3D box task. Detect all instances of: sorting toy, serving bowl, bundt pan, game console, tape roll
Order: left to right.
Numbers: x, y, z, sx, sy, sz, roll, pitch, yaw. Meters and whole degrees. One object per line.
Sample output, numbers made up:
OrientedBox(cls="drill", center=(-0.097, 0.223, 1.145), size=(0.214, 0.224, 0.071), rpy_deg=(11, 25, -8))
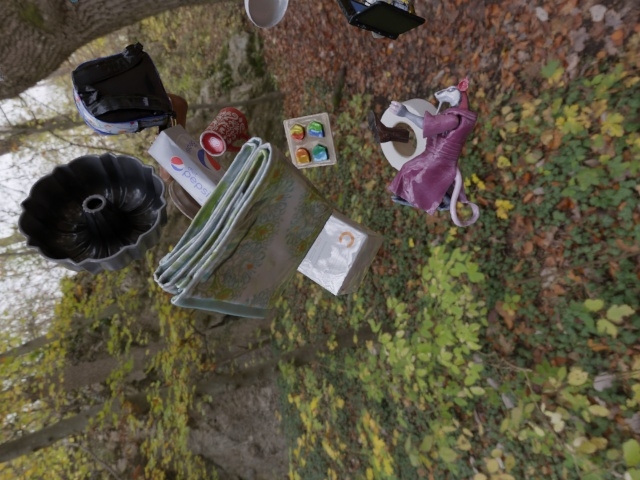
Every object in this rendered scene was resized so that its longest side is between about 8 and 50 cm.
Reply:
OrientedBox(cls="bundt pan", center=(-0.535, -0.056, 1.004), size=(0.124, 0.330, 0.331), rpy_deg=(97, 160, -57))
OrientedBox(cls="serving bowl", center=(-0.093, -0.399, 0.670), size=(0.027, 0.083, 0.083), rpy_deg=(42, 162, 28))
OrientedBox(cls="sorting toy", center=(-0.043, -0.374, 1.545), size=(0.038, 0.208, 0.193), rpy_deg=(-40, -56, -52))
OrientedBox(cls="game console", center=(0.106, -0.411, 0.721), size=(0.071, 0.122, 0.107), rpy_deg=(-45, 59, 44))
OrientedBox(cls="tape roll", center=(0.369, -0.420, 1.646), size=(0.286, 0.100, 0.286), rpy_deg=(40, 145, 37))

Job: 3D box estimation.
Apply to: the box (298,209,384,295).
OrientedBox(cls="box", center=(0.000, 0.000, 1.360), size=(0.345, 0.215, 0.168), rpy_deg=(32, -168, 25))

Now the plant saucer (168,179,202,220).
OrientedBox(cls="plant saucer", center=(-0.371, -0.129, 1.367), size=(0.278, 0.041, 0.278), rpy_deg=(34, -158, -16))

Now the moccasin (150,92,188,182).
OrientedBox(cls="moccasin", center=(-0.659, -0.443, 1.756), size=(0.147, 0.139, 0.380), rpy_deg=(-2, -76, -60))

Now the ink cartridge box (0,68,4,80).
OrientedBox(cls="ink cartridge box", center=(-1.112, -0.528, 1.101), size=(0.130, 0.309, 0.272), rpy_deg=(69, 163, 3))

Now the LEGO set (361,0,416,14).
OrientedBox(cls="LEGO set", center=(0.105, -0.629, 0.892), size=(0.331, 0.255, 0.192), rpy_deg=(40, -145, 2))

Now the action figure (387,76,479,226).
OrientedBox(cls="action figure", center=(0.329, -0.243, 1.086), size=(0.275, 0.248, 0.370), rpy_deg=(41, 130, 33))

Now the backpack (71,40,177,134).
OrientedBox(cls="backpack", center=(-0.659, -0.473, 1.328), size=(0.213, 0.263, 0.276), rpy_deg=(-26, 90, 53))

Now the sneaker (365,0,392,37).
OrientedBox(cls="sneaker", center=(0.212, -0.888, 1.511), size=(0.366, 0.135, 0.150), rpy_deg=(-45, -63, -81))

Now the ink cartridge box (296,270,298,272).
OrientedBox(cls="ink cartridge box", center=(-0.225, 0.111, 1.681), size=(0.206, 0.208, 0.045), rpy_deg=(-38, -28, -53))

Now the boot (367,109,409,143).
OrientedBox(cls="boot", center=(0.196, -0.322, 1.150), size=(0.037, 0.114, 0.106), rpy_deg=(-32, 70, 62))

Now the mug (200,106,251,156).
OrientedBox(cls="mug", center=(-0.310, -0.359, 1.365), size=(0.169, 0.150, 0.113), rpy_deg=(-70, -8, -49))

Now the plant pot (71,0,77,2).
OrientedBox(cls="plant pot", center=(-0.439, -0.556, 0.722), size=(0.166, 0.165, 0.234), rpy_deg=(44, -172, -35))

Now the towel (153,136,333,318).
OrientedBox(cls="towel", center=(-0.120, 0.002, 0.826), size=(0.090, 0.320, 0.374), rpy_deg=(36, 180, 23))

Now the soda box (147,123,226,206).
OrientedBox(cls="soda box", center=(-0.367, -0.204, 1.219), size=(0.286, 0.098, 0.091), rpy_deg=(46, -148, -9))
